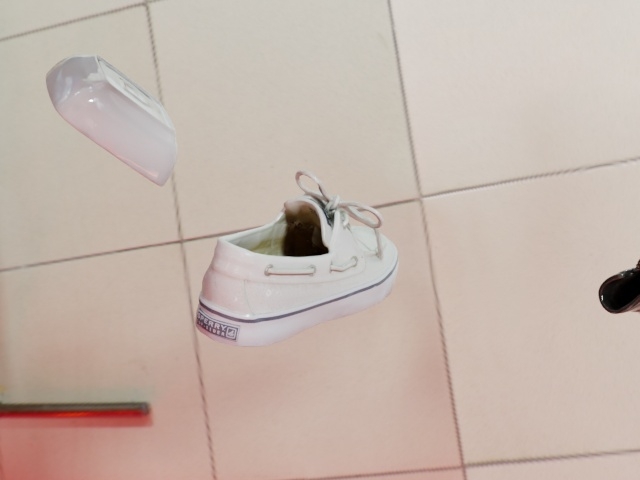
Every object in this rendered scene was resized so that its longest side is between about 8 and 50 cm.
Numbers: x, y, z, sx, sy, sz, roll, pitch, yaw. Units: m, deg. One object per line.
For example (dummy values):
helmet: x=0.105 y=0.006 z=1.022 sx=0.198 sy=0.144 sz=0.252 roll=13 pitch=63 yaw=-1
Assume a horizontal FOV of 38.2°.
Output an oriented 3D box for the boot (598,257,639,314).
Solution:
boot: x=0.447 y=0.019 z=1.049 sx=0.246 sy=0.161 sz=0.083 roll=-42 pitch=57 yaw=24

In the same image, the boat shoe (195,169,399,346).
boat shoe: x=-0.008 y=-0.002 z=1.075 sx=0.136 sy=0.367 sz=0.156 roll=21 pitch=111 yaw=30

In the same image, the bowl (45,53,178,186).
bowl: x=-0.202 y=-0.130 z=0.930 sx=0.053 sy=0.142 sz=0.142 roll=-47 pitch=34 yaw=10
